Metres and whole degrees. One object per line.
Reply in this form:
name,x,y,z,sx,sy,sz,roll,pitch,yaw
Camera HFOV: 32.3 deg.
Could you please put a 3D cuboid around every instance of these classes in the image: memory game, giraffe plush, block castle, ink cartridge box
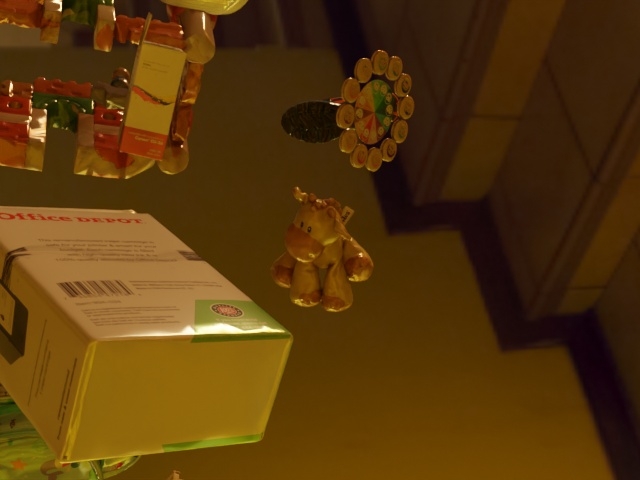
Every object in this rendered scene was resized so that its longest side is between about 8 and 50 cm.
memory game,0.085,-0.195,1.677,0.012,0.186,0.186,16,112,37
giraffe plush,0.000,0.000,1.921,0.170,0.181,0.210,69,-145,-67
block castle,-0.408,-0.292,1.804,0.213,0.453,0.303,-105,26,-51
ink cartridge box,-0.188,0.072,0.991,0.273,0.198,0.114,35,115,46
ink cartridge box,-0.241,-0.225,1.601,0.115,0.067,0.198,-131,54,-73

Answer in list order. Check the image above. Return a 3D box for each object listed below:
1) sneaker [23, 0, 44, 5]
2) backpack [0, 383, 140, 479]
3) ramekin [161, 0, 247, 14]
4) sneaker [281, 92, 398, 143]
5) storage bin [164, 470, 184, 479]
sneaker,-0.476,-0.444,1.879,0.175,0.064,0.067,-61,11,17
backpack,-0.334,0.219,1.296,0.191,0.254,0.225,-119,14,-45
ramekin,-0.178,-0.425,1.562,0.207,0.109,0.207,12,104,53
sneaker,0.036,-0.232,2.070,0.087,0.221,0.083,-100,3,-79
storage bin,-0.235,0.542,1.705,0.262,0.123,0.260,-48,32,38
